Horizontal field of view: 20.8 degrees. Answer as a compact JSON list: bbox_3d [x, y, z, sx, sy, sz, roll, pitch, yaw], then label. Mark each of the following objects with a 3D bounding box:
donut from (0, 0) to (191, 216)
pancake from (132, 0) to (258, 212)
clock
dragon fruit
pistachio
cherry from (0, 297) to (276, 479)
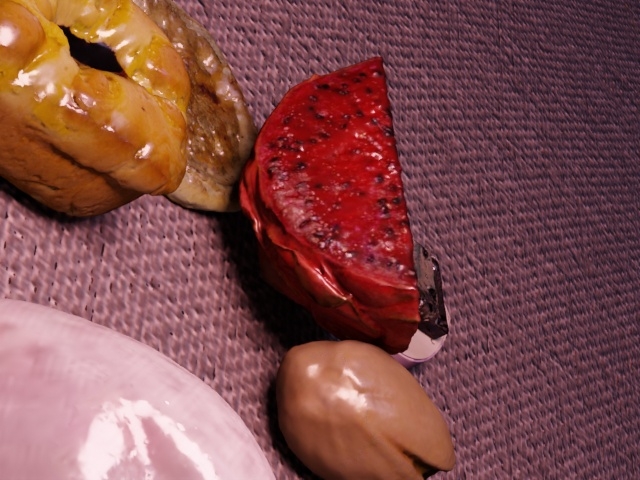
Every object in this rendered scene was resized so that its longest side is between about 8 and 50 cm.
[{"bbox_3d":[-0.219,-0.138,1.431,0.261,0.128,0.208,42,32,-33],"label":"donut"},{"bbox_3d":[-0.134,-0.133,1.671,0.253,0.037,0.254,41,33,-34],"label":"pancake"},{"bbox_3d":[0.088,0.050,1.854,0.172,0.064,0.198,34,38,-40],"label":"clock"},{"bbox_3d":[0.000,0.000,1.654,0.205,0.152,0.317,90,-6,-46],"label":"dragon fruit"},{"bbox_3d":[0.042,0.170,1.606,0.226,0.135,0.136,44,32,-40],"label":"pistachio"},{"bbox_3d":[-0.180,0.177,0.984,0.291,0.326,0.335,12,54,-66],"label":"cherry"}]
